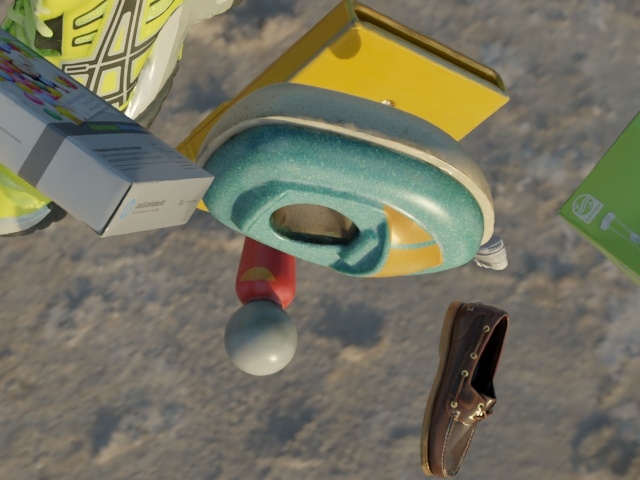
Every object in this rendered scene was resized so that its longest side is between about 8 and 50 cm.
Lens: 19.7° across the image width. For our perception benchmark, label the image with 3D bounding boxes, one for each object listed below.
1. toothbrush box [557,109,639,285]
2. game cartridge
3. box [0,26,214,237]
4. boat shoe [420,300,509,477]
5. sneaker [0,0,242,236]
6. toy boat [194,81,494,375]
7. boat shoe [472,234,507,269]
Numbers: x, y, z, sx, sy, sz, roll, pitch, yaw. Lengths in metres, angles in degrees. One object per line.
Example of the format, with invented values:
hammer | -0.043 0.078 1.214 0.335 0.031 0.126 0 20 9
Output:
toothbrush box | 0.362 0.040 1.518 0.283 0.122 0.206 43 5 38
game cartridge | 0.011 -0.125 2.107 0.285 0.323 0.053 20 43 -46
box | -0.162 -0.071 1.035 0.186 0.038 0.145 34 10 10
boat shoe | 0.166 0.173 2.109 0.073 0.073 0.207 9 92 -63
sneaker | -0.170 -0.163 1.291 0.147 0.385 0.145 12 33 -48
toy boat | 0.000 0.000 1.601 0.267 0.318 0.148 16 59 -18
boat shoe | 0.164 0.011 1.874 0.035 0.100 0.035 -27 105 -15
